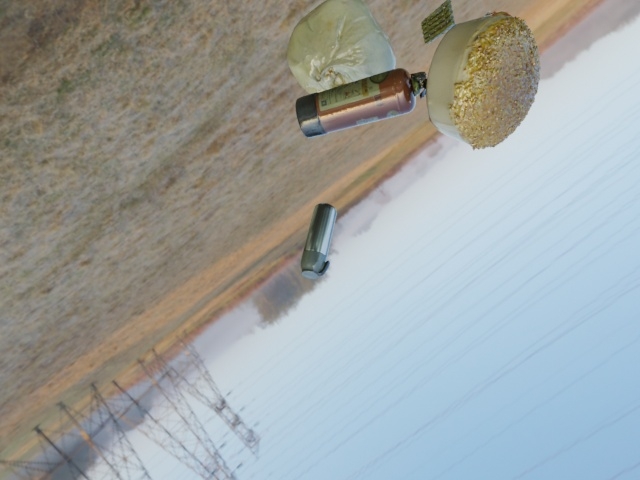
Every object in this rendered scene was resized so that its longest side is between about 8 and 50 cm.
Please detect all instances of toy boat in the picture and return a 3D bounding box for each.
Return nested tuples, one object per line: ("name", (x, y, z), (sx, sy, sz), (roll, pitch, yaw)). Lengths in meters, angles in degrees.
("toy boat", (0.286, -0.532, 1.256), (0.016, 0.063, 0.115), (-11, 179, -23))

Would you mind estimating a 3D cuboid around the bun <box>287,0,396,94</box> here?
("bun", (0.062, -0.587, 1.647), (0.361, 0.361, 0.213), (-38, -159, 45))

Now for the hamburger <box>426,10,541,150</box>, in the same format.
("hamburger", (0.364, -0.346, 1.118), (0.179, 0.276, 0.294), (19, -114, 41))

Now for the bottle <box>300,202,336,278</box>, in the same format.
("bottle", (0.000, 0.000, 1.653), (0.079, 0.096, 0.253), (69, 30, -58))

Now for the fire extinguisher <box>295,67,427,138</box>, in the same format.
("fire extinguisher", (0.130, -0.383, 1.333), (0.376, 0.113, 0.200), (-10, -131, 20))
